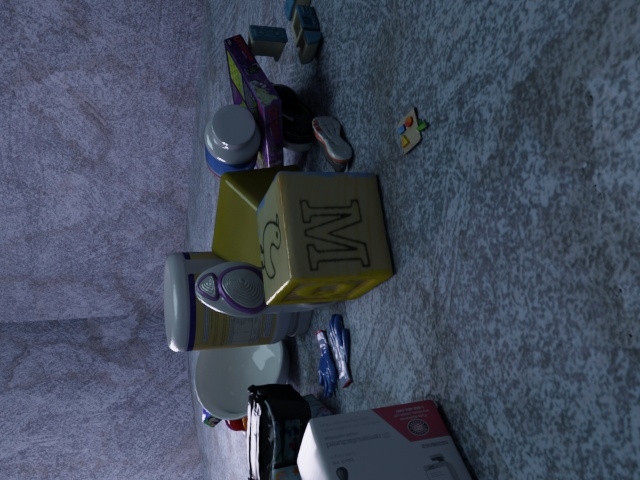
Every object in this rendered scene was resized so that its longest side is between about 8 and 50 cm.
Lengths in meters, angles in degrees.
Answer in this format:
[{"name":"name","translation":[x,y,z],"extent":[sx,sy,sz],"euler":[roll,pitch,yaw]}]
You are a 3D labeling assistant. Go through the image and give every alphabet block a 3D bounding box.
[{"name":"alphabet block","translation":[0.000,0.000,1.099],"extent":[0.192,0.194,0.197],"euler":[130,135,-64]}]

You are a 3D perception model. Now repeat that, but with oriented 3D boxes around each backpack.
[{"name":"backpack","translation":[-0.077,0.464,1.338],"extent":[0.225,0.191,0.253],"euler":[179,97,-73]}]

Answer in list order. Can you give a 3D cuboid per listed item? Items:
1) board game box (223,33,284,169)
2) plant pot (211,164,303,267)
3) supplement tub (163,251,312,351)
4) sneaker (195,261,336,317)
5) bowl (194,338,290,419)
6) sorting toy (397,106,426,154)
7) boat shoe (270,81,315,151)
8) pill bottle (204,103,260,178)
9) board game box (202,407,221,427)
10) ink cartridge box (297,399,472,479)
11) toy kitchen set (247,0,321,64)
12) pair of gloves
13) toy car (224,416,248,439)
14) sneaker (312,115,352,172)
[{"name":"board game box","translation":[-0.150,-0.284,1.401],"extent":[0.346,0.056,0.208],"euler":[96,152,-65]},{"name":"plant pot","translation":[-0.102,-0.032,1.365],"extent":[0.187,0.212,0.212],"euler":[39,128,40]},{"name":"supplement tub","translation":[-0.209,0.144,1.475],"extent":[0.241,0.332,0.240],"euler":[179,90,-70]},{"name":"sneaker","translation":[-0.108,0.114,1.246],"extent":[0.152,0.305,0.114],"euler":[130,141,-69]},{"name":"bowl","translation":[-0.193,0.357,1.653],"extent":[0.298,0.134,0.297],"euler":[-15,58,27]},{"name":"sorting toy","translation":[0.145,-0.180,0.949],"extent":[0.083,0.012,0.062],"euler":[137,129,-65]},{"name":"boat shoe","translation":[-0.089,-0.331,1.458],"extent":[0.302,0.114,0.091],"euler":[53,142,40]},{"name":"pill bottle","translation":[-0.198,-0.218,1.336],"extent":[0.221,0.124,0.124],"euler":[134,132,-77]},{"name":"board game box","translation":[-0.286,0.406,1.890],"extent":[0.213,0.046,0.317],"euler":[-42,29,14]},{"name":"ink cartridge box","translation":[0.108,0.376,0.802],"extent":[0.283,0.207,0.117],"euler":[-114,28,-46]},{"name":"toy kitchen set","translation":[-0.090,-0.517,1.348],"extent":[0.122,0.166,0.207],"euler":[115,147,-51]},{"name":"pair of gloves","translation":[0.025,0.252,1.294],"extent":[0.198,0.023,0.159],"euler":[123,141,-58]},{"name":"toy car","translation":[-0.228,0.543,1.840],"extent":[0.182,0.136,0.159],"euler":[143,123,-66]},{"name":"sneaker","translation":[0.017,-0.198,1.237],"extent":[0.064,0.061,0.157],"euler":[100,159,-45]}]
